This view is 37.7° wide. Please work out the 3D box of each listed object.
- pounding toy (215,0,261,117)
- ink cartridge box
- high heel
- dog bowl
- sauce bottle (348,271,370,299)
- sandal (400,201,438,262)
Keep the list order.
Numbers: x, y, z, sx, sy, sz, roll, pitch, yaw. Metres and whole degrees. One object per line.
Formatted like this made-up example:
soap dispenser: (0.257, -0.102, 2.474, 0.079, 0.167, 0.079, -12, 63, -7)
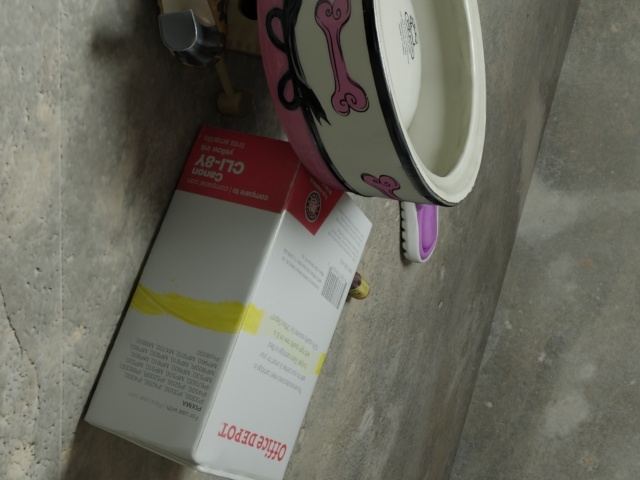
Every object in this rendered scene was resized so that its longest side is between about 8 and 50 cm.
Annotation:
pounding toy: (-0.062, -0.247, 1.144, 0.181, 0.094, 0.206, -6, 109, -67)
ink cartridge box: (-0.099, 0.092, 1.178, 0.385, 0.160, 0.279, -71, 157, -13)
high heel: (-0.140, -0.314, 0.978, 0.186, 0.093, 0.261, -78, 168, -85)
dog bowl: (0.068, -0.234, 1.091, 0.408, 0.150, 0.408, -6, 90, -65)
sauce bottle: (0.056, 0.075, 1.705, 0.128, 0.042, 0.042, 42, 64, -63)
sandal: (0.232, -0.124, 1.919, 0.169, 0.102, 0.416, -57, 152, -38)
